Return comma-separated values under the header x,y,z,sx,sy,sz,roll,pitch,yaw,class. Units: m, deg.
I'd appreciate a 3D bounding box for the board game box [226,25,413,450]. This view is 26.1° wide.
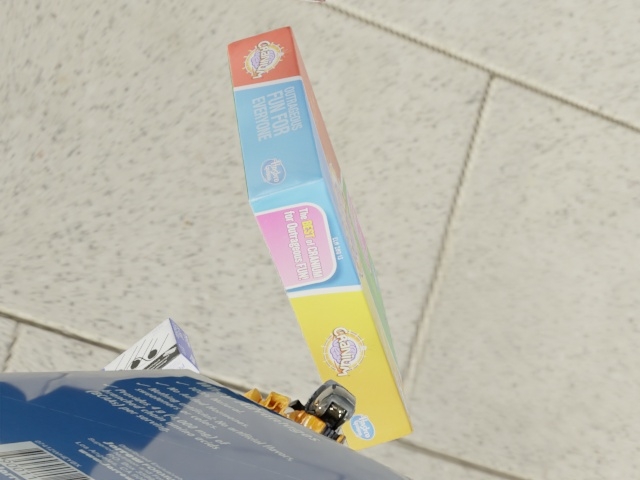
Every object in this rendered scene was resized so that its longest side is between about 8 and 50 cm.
x,y,z,sx,sy,sz,roll,pitch,yaw,class
0.000,0.000,1.268,0.064,0.242,0.317,-17,130,5,board game box

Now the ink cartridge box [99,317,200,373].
x,y,z,sx,sy,sz,roll,pitch,yaw,class
-0.262,0.201,1.851,0.207,0.097,0.046,-38,121,5,ink cartridge box

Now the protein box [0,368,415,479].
x,y,z,sx,sy,sz,roll,pitch,yaw,class
-0.054,0.140,0.459,0.201,0.199,0.136,7,102,-57,protein box

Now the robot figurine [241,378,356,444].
x,y,z,sx,sy,sz,roll,pitch,yaw,class
-0.069,0.196,0.930,0.085,0.291,0.211,32,58,-2,robot figurine
